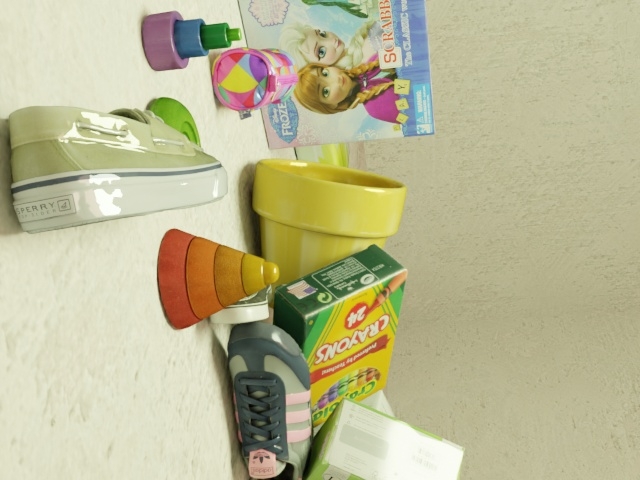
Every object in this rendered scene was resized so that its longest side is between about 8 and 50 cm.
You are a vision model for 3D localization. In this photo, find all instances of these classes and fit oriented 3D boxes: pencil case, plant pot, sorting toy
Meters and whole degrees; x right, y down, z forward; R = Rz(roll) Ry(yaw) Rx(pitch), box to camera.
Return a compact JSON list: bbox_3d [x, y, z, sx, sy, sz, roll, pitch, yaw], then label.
[{"bbox_3d":[-0.096,-0.254,1.172,0.236,0.105,0.104,-67,151,-73],"label":"pencil case"},{"bbox_3d":[0.000,0.000,1.263,0.254,0.254,0.238,-50,150,-77],"label":"plant pot"},{"bbox_3d":[-0.119,-0.082,0.857,0.127,0.126,0.365,-28,114,-80],"label":"sorting toy"}]

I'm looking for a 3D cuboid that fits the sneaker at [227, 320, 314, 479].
[{"bbox_3d":[-0.069,0.256,1.051,0.131,0.112,0.318,-75,159,-49],"label":"sneaker"}]

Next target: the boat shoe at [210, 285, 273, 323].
[{"bbox_3d":[-0.109,0.067,1.029,0.219,0.078,0.070,-85,171,-84],"label":"boat shoe"}]

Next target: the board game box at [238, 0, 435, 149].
[{"bbox_3d":[0.036,-0.328,1.335,0.066,0.318,0.318,-80,163,-55],"label":"board game box"}]

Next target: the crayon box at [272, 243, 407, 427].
[{"bbox_3d":[0.021,0.181,1.191,0.081,0.202,0.318,40,-41,36],"label":"crayon box"}]

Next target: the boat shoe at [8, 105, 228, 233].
[{"bbox_3d":[-0.160,-0.070,0.660,0.302,0.109,0.094,-33,117,-77],"label":"boat shoe"}]

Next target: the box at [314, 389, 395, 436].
[{"bbox_3d":[0.052,0.384,1.384,0.181,0.181,0.119,64,29,-30],"label":"box"}]

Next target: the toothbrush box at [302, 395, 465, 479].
[{"bbox_3d":[0.072,0.393,1.194,0.283,0.206,0.122,115,-2,-49],"label":"toothbrush box"}]

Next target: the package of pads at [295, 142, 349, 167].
[{"bbox_3d":[0.001,-0.258,1.774,0.229,0.101,0.296,-82,166,-47],"label":"package of pads"}]
